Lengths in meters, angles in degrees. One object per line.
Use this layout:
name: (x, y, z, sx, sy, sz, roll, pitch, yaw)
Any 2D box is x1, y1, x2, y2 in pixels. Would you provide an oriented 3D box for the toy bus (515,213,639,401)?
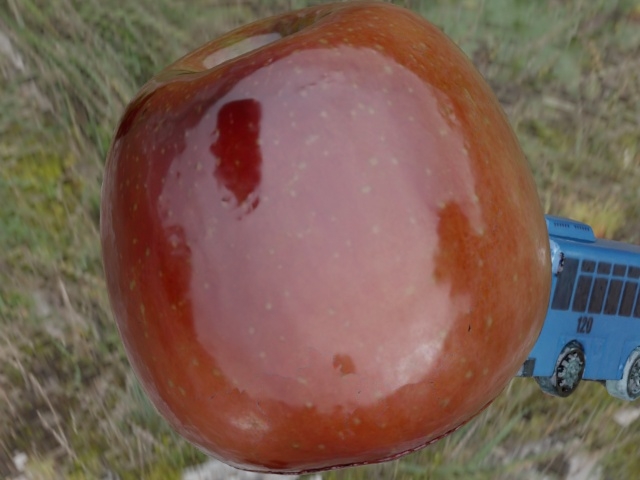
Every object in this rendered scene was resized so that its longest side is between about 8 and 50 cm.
toy bus: (0.143, 0.038, 1.195, 0.090, 0.185, 0.106, 17, 95, 36)

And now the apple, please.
apple: (0.000, 0.000, 0.756, 0.181, 0.181, 0.168, -20, 103, -7)
